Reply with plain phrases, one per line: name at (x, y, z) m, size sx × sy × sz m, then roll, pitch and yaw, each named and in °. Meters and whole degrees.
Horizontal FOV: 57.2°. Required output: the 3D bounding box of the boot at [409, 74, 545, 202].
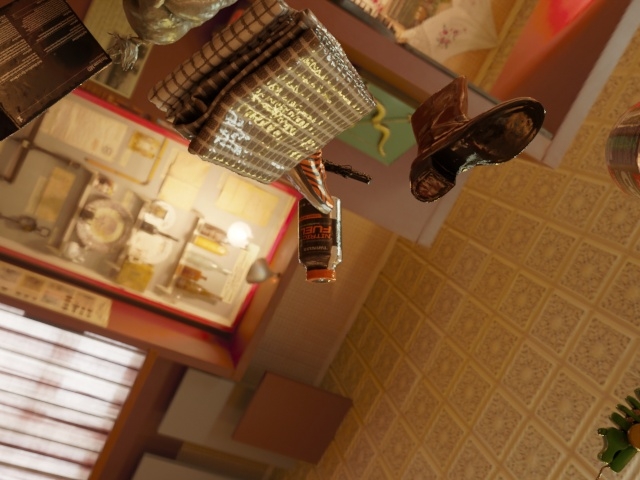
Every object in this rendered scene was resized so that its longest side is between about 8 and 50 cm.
boot at (0.274, -0.222, 1.078) m, size 0.264 × 0.096 × 0.281 m, roll -43°, pitch -159°, yaw 36°

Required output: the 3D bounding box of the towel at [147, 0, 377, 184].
towel at (-0.062, -0.196, 0.840) m, size 0.235 × 0.283 × 0.121 m, roll -33°, pitch -106°, yaw 16°

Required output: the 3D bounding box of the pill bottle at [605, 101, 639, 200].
pill bottle at (0.468, -0.111, 0.731) m, size 0.161 × 0.161 × 0.283 m, roll -60°, pitch 171°, yaw 15°

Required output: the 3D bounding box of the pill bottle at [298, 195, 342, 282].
pill bottle at (0.000, 0.000, 1.716) m, size 0.130 × 0.130 × 0.246 m, roll -26°, pitch -119°, yaw 59°

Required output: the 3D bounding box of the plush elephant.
plush elephant at (-0.347, -0.544, 1.180) m, size 0.255 × 0.271 × 0.330 m, roll 101°, pitch 14°, yaw -62°

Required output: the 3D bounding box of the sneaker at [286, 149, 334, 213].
sneaker at (-0.010, -0.213, 1.483) m, size 0.180 × 0.321 × 0.124 m, roll -41°, pitch -137°, yaw -3°

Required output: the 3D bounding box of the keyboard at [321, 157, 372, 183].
keyboard at (0.069, -0.222, 1.775) m, size 0.100 × 0.191 × 0.038 m, roll -72°, pitch 180°, yaw -65°

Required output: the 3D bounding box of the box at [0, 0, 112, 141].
box at (-0.560, -0.342, 1.117) m, size 0.103 × 0.184 × 0.261 m, roll -14°, pitch -148°, yaw 42°

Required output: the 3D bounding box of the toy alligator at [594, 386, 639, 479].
toy alligator at (0.340, 0.215, 0.658) m, size 0.189 × 0.056 × 0.051 m, roll -40°, pitch -112°, yaw 0°
